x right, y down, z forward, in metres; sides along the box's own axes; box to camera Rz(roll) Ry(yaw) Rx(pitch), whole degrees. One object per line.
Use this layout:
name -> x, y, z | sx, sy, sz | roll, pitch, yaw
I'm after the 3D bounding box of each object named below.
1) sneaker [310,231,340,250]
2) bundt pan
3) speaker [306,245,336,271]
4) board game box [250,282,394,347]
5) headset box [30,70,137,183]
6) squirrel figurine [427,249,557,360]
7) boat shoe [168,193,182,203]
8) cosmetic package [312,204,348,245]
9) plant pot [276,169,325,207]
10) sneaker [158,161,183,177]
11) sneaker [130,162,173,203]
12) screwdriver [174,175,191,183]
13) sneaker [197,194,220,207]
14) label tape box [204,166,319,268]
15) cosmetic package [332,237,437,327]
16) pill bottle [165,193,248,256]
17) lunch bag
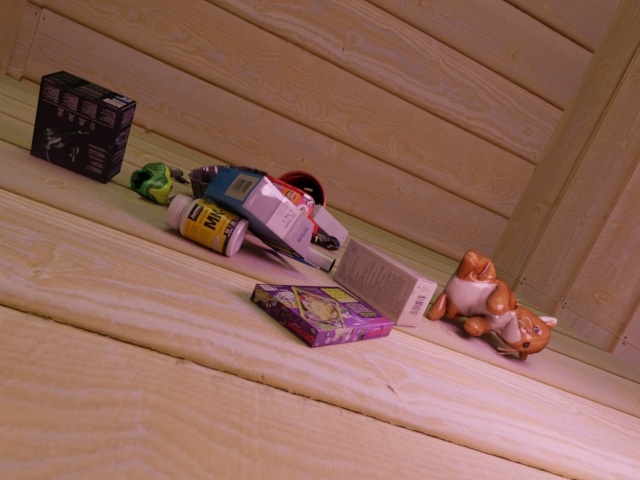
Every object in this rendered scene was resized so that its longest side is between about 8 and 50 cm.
sneaker -> 0.000, 0.000, 2.008 | 0.188, 0.067, 0.078 | 24, 21, 20
bundt pan -> -0.365, -0.207, 1.857 | 0.330, 0.124, 0.331 | 5, 23, -2
speaker -> -0.015, 0.061, 1.635 | 0.136, 0.055, 0.055 | 26, 10, 14
board game box -> 0.016, 0.176, 1.125 | 0.208, 0.056, 0.346 | 26, 9, 36
headset box -> -0.758, -0.351, 1.466 | 0.246, 0.283, 0.131 | 21, 25, -9
squirrel figurine -> 0.628, 0.236, 1.622 | 0.370, 0.281, 0.397 | 34, 15, 19
boat shoe -> -0.489, -0.125, 1.557 | 0.049, 0.040, 0.142 | -17, 21, -9
cosmetic package -> 0.014, -0.072, 2.078 | 0.117, 0.086, 0.231 | 15, -21, 43
plant pot -> -0.096, -0.193, 2.274 | 0.272, 0.273, 0.265 | 25, 2, 6
sneaker -> -0.699, -0.318, 2.101 | 0.135, 0.052, 0.058 | 16, 20, 1
sneaker -> -0.600, -0.222, 1.606 | 0.123, 0.110, 0.295 | 22, 9, -34
screwdriver -> -0.591, -0.257, 2.104 | 0.169, 0.024, 0.025 | 24, 37, -39
sneaker -> -0.386, -0.083, 1.467 | 0.086, 0.163, 0.226 | 43, 47, -11
label tape box -> -0.153, -0.066, 1.402 | 0.249, 0.115, 0.347 | 20, -17, 49
cosmetic package -> 0.198, 0.130, 1.467 | 0.113, 0.160, 0.309 | 16, 13, -43
pill bottle -> -0.321, -0.046, 1.296 | 0.208, 0.119, 0.119 | 24, 10, 1
lunch bag -> -0.129, -0.089, 1.649 | 0.258, 0.120, 0.293 | 23, -25, 4
